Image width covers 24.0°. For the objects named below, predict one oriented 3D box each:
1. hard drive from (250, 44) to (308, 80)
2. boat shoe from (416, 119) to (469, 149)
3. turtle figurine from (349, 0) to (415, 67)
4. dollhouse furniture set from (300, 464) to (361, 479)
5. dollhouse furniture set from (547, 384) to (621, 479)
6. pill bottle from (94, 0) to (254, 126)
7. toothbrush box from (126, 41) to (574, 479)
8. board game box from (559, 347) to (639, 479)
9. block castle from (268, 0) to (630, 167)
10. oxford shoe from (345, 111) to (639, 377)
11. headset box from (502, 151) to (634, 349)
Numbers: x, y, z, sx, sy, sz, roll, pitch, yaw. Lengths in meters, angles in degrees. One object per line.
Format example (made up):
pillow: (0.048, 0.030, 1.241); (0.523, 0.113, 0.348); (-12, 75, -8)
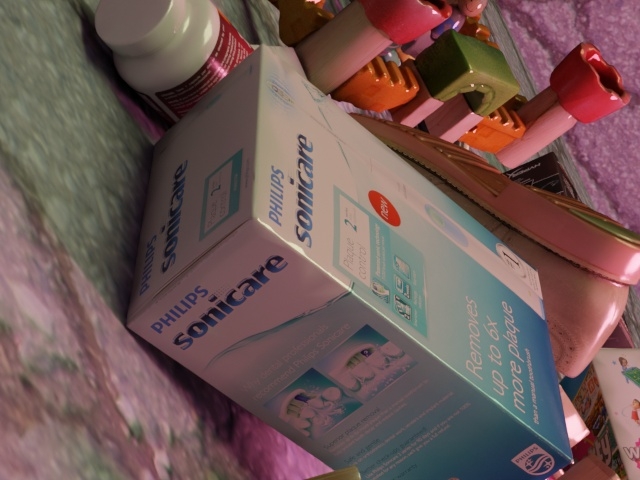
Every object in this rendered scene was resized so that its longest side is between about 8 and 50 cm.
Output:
hard drive: (0.000, 0.000, 1.299); (0.353, 0.047, 0.233); (66, 16, 1)
boat shoe: (0.145, -0.161, 1.974); (0.079, 0.084, 0.233); (13, 51, -21)
turtle figurine: (0.106, -0.254, 1.858); (0.175, 0.118, 0.234); (-19, 77, -54)
dollhouse furniture set: (-0.003, 0.190, 0.753); (0.242, 0.212, 0.161); (103, -28, -71)
dollhouse furniture set: (0.145, 0.222, 1.449); (0.303, 0.174, 0.355); (56, -6, -26)
pill bottle: (-0.096, -0.130, 1.102); (0.152, 0.086, 0.086); (45, 27, -52)
toothbrush box: (0.023, 0.038, 1.044); (0.295, 0.126, 0.216); (37, 28, -23)
board game box: (0.316, 0.299, 1.593); (0.224, 0.098, 0.303); (116, -31, -50)
block castle: (0.129, -0.275, 1.576); (0.453, 0.213, 0.303); (13, 46, -52)
oxford shoe: (0.112, -0.011, 1.370); (0.140, 0.146, 0.397); (14, 13, -42)
headset box: (0.375, 0.043, 2.312); (0.218, 0.110, 0.293); (53, 20, -37)
